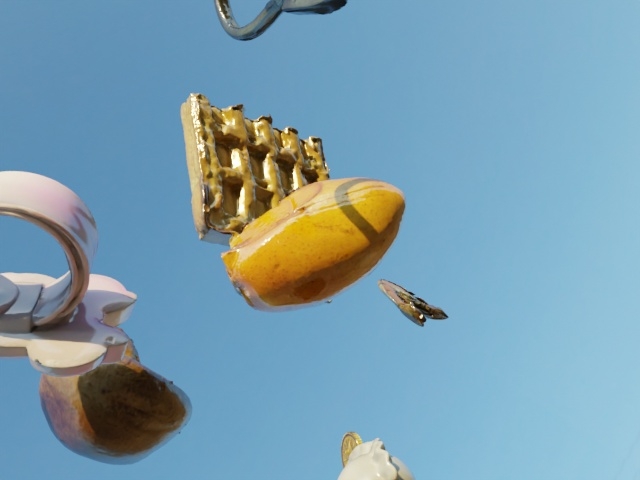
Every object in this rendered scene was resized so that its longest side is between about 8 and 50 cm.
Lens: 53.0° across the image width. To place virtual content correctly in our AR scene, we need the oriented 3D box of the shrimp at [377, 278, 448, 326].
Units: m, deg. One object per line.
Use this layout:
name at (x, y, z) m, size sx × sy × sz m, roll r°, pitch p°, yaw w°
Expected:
shrimp at (0.202, 0.142, 1.304) m, size 0.195 × 0.148 × 0.035 m, roll 29°, pitch -81°, yaw -21°

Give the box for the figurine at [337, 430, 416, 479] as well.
figurine at (0.066, 0.313, 0.701) m, size 0.143 × 0.271 × 0.143 m, roll -14°, pitch -61°, yaw -27°

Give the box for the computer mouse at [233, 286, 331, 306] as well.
computer mouse at (-0.075, 0.077, 1.014) m, size 0.126 × 0.231 × 0.071 m, roll 19°, pitch -91°, yaw -30°

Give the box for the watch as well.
watch at (-0.363, 0.038, 0.813) m, size 0.249 × 0.211 × 0.217 m, roll 4°, pitch -62°, yaw -13°

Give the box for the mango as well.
mango at (0.000, 0.000, 0.828) m, size 0.252 × 0.154 × 0.126 m, roll -28°, pitch -54°, yaw -10°

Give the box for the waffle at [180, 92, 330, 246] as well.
waffle at (-0.102, -0.102, 1.197) m, size 0.348 × 0.078 × 0.304 m, roll 16°, pitch -126°, yaw -44°

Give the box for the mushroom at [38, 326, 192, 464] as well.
mushroom at (-0.366, 0.264, 1.095) m, size 0.195 × 0.283 × 0.263 m, roll -47°, pitch -31°, yaw -13°

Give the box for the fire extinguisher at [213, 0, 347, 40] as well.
fire extinguisher at (-0.053, -0.359, 0.644) m, size 0.113 × 0.200 × 0.375 m, roll -7°, pitch -102°, yaw -17°
